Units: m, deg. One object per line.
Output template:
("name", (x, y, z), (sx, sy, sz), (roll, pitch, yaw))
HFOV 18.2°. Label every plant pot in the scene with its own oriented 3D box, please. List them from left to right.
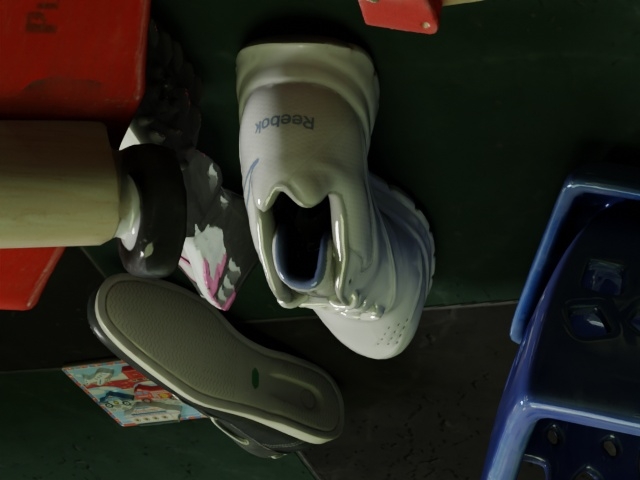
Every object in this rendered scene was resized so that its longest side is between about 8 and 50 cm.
("plant pot", (0.230, 0.092, 1.272), (0.236, 0.212, 0.236), (10, 146, 0))

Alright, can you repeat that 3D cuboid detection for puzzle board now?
("puzzle board", (-0.131, 0.121, 1.602), (0.128, 0.011, 0.096), (-8, 142, 27))

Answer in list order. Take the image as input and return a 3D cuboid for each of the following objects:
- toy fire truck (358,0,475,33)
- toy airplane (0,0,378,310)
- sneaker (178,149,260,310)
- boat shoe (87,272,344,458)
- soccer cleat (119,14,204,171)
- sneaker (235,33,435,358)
("toy fire truck", (0.112, -0.170, 1.068), (0.192, 0.047, 0.135), (2, 146, 12))
("toy airplane", (-0.134, -0.197, 0.883), (0.384, 0.272, 0.386), (-39, 123, 2))
("sneaker", (-0.094, -0.021, 1.348), (0.077, 0.072, 0.178), (25, 158, 28))
("boat shoe", (-0.089, 0.101, 1.495), (0.233, 0.084, 0.079), (32, 141, -33))
("soccer cleat", (-0.177, -0.140, 1.149), (0.116, 0.108, 0.318), (-3, 147, 22))
("sneaker", (0.000, 0.000, 1.280), (0.111, 0.129, 0.297), (-3, 145, 17))
